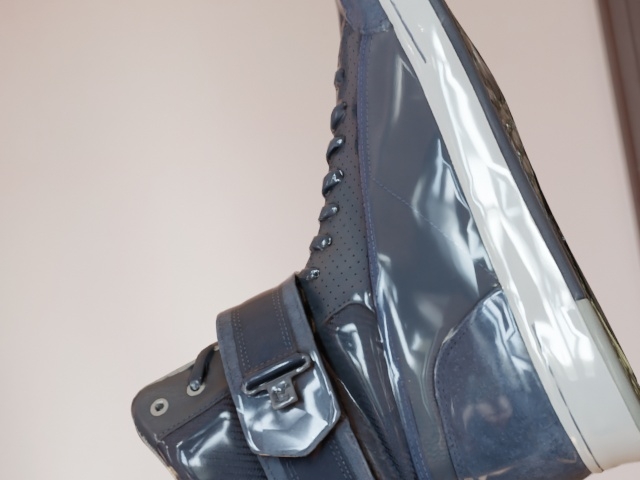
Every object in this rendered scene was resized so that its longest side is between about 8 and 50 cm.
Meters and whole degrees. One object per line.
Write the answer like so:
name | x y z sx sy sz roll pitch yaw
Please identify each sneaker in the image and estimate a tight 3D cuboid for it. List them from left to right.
sneaker | -0.001 0.000 0.422 0.163 0.226 0.086 -26 -27 16
